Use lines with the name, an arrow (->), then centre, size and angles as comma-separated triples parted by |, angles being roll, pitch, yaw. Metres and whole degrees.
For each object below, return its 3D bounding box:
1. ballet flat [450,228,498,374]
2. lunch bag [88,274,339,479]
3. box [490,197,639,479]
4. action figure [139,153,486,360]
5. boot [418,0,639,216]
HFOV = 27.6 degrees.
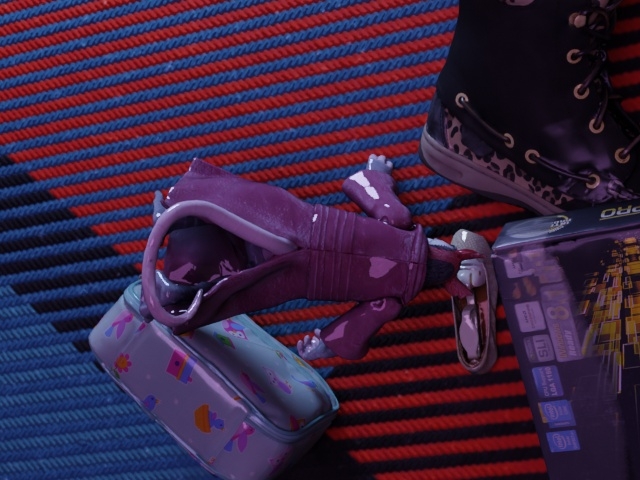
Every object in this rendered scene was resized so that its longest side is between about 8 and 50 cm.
ballet flat -> 0.173, 0.068, 1.476 | 0.057, 0.052, 0.168 | -10, 84, 22
lunch bag -> -0.119, 0.149, 1.512 | 0.279, 0.224, 0.108 | 42, 108, 13
box -> 0.372, 0.147, 1.297 | 0.318, 0.097, 0.395 | -9, 106, 23
action figure -> 0.000, 0.000, 1.400 | 0.370, 0.276, 0.248 | 4, 81, -3
boot -> 0.282, -0.160, 1.339 | 0.377, 0.138, 0.284 | 22, 126, 29
